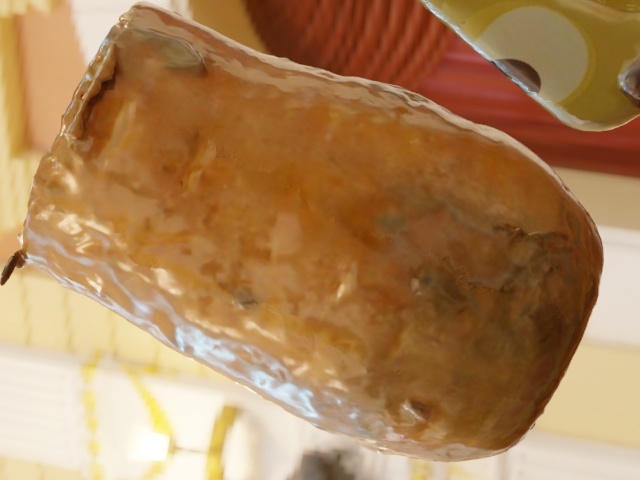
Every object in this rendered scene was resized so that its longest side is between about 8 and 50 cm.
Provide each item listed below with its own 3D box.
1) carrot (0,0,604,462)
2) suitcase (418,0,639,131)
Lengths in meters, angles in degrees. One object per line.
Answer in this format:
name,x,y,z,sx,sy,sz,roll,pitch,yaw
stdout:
carrot,0.000,0.000,1.187,0.224,0.341,0.224,23,-90,-90
suitcase,0.110,-0.175,0.748,0.235,0.194,0.143,37,-142,-29
